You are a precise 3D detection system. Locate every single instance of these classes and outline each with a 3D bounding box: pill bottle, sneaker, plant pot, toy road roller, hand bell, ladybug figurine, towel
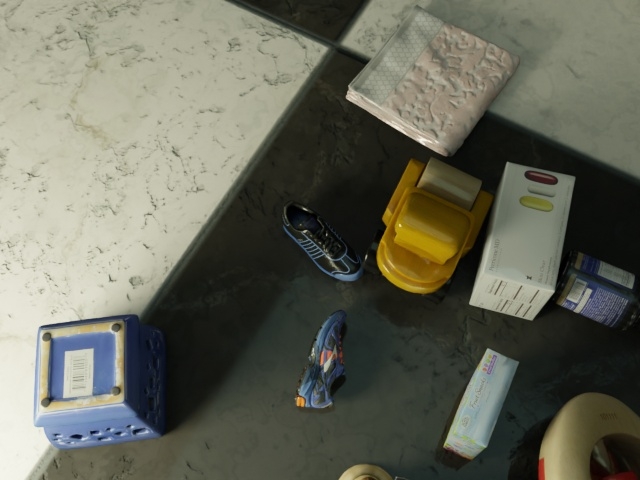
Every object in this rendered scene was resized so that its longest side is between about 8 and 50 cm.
[{"bbox_3d":[0.605,0.115,1.545,0.219,0.123,0.122,25,70,12],"label":"pill bottle"},{"bbox_3d":[0.000,0.000,1.640,0.232,0.090,0.081,38,73,17],"label":"sneaker"},{"bbox_3d":[-0.447,0.278,1.479,0.236,0.212,0.236,-6,67,-1],"label":"plant pot"},{"bbox_3d":[0.240,-0.043,1.555,0.203,0.240,0.329,26,69,4],"label":"toy road roller"},{"bbox_3d":[0.085,0.465,1.356,0.126,0.242,0.126,-1,68,3],"label":"hand bell"},{"bbox_3d":[0.528,0.509,1.333,0.305,0.162,0.449,4,61,-25],"label":"ladybug figurine"},{"bbox_3d":[0.016,0.252,1.549,0.087,0.083,0.221,20,74,-3],"label":"sneaker"},{"bbox_3d":[0.279,-0.404,1.820,0.317,0.053,0.332,33,73,15],"label":"towel"}]

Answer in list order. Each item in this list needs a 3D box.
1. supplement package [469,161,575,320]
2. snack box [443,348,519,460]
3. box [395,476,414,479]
[{"bbox_3d":[0.423,0.004,1.556,0.145,0.204,0.261,13,69,9],"label":"supplement package"},{"bbox_3d":[0.309,0.322,1.425,0.070,0.207,0.174,23,69,12],"label":"snack box"},{"bbox_3d":[0.254,0.556,1.343,0.261,0.103,0.184,5,71,26],"label":"box"}]
